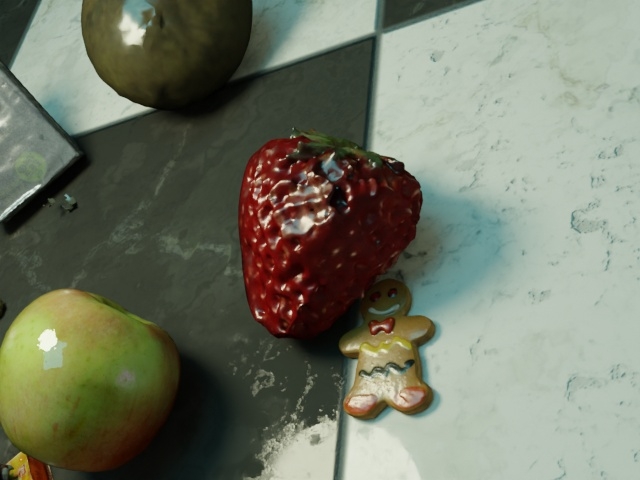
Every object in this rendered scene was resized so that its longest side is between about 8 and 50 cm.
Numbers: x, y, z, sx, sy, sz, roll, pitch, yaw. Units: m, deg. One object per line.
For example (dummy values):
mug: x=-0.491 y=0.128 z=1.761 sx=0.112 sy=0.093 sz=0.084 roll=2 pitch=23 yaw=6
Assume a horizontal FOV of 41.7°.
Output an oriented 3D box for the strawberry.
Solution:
strawberry: x=0.000 y=0.000 z=1.418 sx=0.318 sy=0.295 sz=0.345 roll=21 pitch=102 yaw=25

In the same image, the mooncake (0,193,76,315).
mooncake: x=-0.695 y=0.028 z=1.981 sx=0.150 sy=0.057 sz=0.347 roll=34 pitch=76 yaw=33

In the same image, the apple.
apple: x=-0.398 y=0.242 z=1.433 sx=0.319 sy=0.319 sz=0.277 roll=20 pitch=82 yaw=42

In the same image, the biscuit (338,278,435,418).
biscuit: x=0.102 y=0.165 z=1.347 sx=0.166 sy=0.036 sz=0.250 roll=-14 pitch=50 yaw=24

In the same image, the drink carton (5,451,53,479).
drink carton: x=-0.593 y=0.493 z=1.531 sx=0.223 sy=0.071 sz=0.096 roll=-40 pitch=43 yaw=-1

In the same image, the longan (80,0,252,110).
longan: x=-0.360 y=-0.523 z=1.982 sx=0.404 sy=0.404 sz=0.435 roll=12 pitch=90 yaw=40

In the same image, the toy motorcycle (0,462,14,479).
toy motorcycle: x=-0.663 y=0.434 z=1.441 sx=0.241 sy=0.182 sz=0.319 roll=-40 pitch=46 yaw=0

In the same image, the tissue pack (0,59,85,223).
tissue pack: x=-0.826 y=-0.270 z=2.076 sx=0.288 sy=0.394 sz=0.124 roll=-41 pitch=10 yaw=-2
